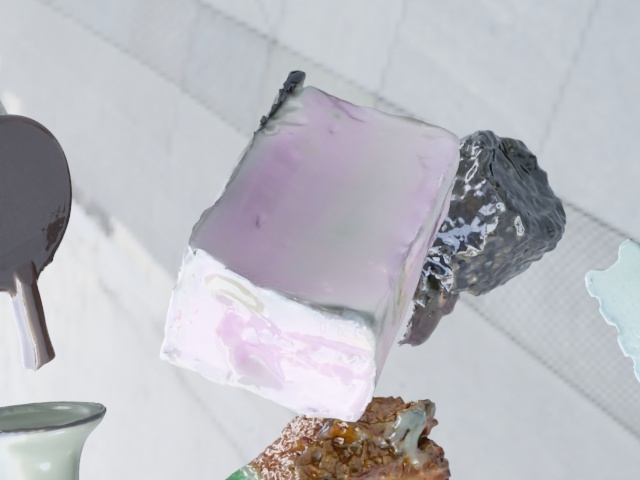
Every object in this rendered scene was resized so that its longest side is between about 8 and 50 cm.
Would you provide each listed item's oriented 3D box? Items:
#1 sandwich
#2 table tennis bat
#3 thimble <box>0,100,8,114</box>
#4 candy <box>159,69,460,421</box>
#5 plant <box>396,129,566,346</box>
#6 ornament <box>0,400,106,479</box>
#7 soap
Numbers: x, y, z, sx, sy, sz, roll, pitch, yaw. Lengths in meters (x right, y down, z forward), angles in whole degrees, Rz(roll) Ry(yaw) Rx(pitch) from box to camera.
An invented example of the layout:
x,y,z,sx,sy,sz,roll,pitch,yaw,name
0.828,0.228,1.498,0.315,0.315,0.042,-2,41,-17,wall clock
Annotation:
x,y,z,sx,sy,sz,roll,pitch,yaw,name
0.024,0.255,1.719,0.109,0.292,0.212,37,122,46,sandwich
-0.153,0.012,1.028,0.119,0.107,0.169,15,124,38,table tennis bat
-0.366,-0.084,1.377,0.148,0.196,0.229,60,143,13,thimble
0.000,0.000,1.223,0.265,0.156,0.115,-64,-7,-54,candy
0.168,-0.016,2.033,0.234,0.178,0.204,-41,59,31,plant
-0.110,0.147,0.700,0.075,0.081,0.156,4,100,63,ornament
0.313,0.068,1.367,0.063,0.198,0.114,-45,54,30,soap
